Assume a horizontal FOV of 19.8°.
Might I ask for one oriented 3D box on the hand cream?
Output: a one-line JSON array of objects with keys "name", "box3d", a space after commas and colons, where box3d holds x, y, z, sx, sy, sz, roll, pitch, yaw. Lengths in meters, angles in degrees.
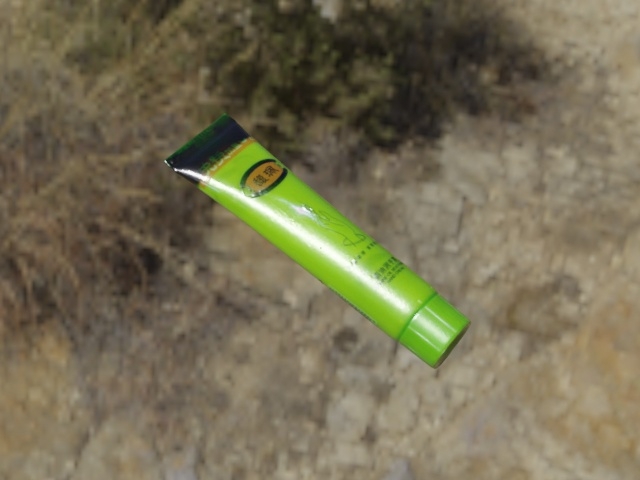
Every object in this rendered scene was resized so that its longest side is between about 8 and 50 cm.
[{"name": "hand cream", "box3d": [0.000, 0.000, 0.654, 0.122, 0.023, 0.036, 38, 51, 12]}]
